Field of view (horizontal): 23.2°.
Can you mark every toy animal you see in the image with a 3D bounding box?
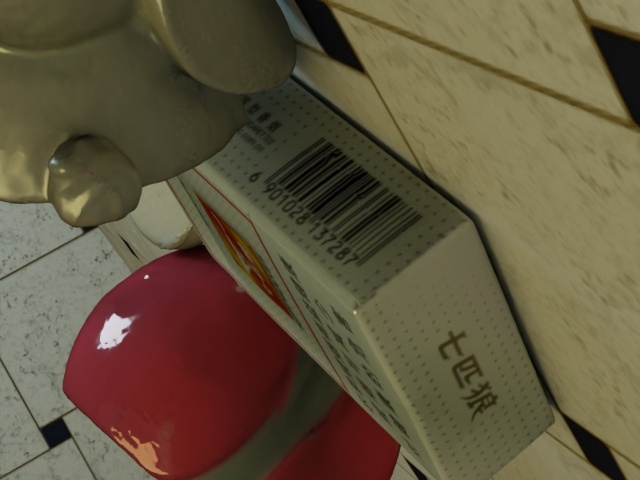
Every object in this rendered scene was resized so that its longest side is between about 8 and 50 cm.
[{"bbox_3d":[-0.151,-0.162,0.883,0.206,0.271,0.265,-97,5,-53],"label":"toy animal"}]

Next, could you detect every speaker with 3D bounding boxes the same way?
[{"bbox_3d":[-0.079,0.136,1.338,0.294,0.294,0.294,49,170,12],"label":"speaker"}]

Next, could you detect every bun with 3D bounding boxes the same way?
[{"bbox_3d":[-0.105,-0.063,1.317,0.138,0.094,0.138,21,116,51],"label":"bun"}]

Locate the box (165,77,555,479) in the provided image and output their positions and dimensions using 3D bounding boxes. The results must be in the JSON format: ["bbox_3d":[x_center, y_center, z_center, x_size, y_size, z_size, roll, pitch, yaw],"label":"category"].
[{"bbox_3d":[-0.001,0.000,1.047,0.330,0.095,0.210,40,164,44],"label":"box"}]
